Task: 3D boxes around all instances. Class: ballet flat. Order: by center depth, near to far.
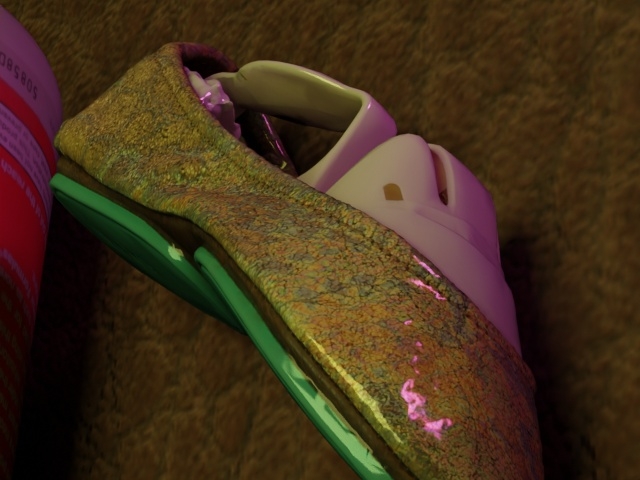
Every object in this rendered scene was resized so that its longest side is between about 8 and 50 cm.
[{"bbox_3d":[0.000,0.000,0.695,0.123,0.123,0.348,-58,34,3],"label":"ballet flat"}]

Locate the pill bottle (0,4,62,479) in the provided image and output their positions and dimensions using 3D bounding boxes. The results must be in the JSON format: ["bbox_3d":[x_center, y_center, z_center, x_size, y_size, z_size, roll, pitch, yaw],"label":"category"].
[{"bbox_3d":[-0.252,0.078,0.851,0.229,0.229,0.407,-30,44,37],"label":"pill bottle"}]
